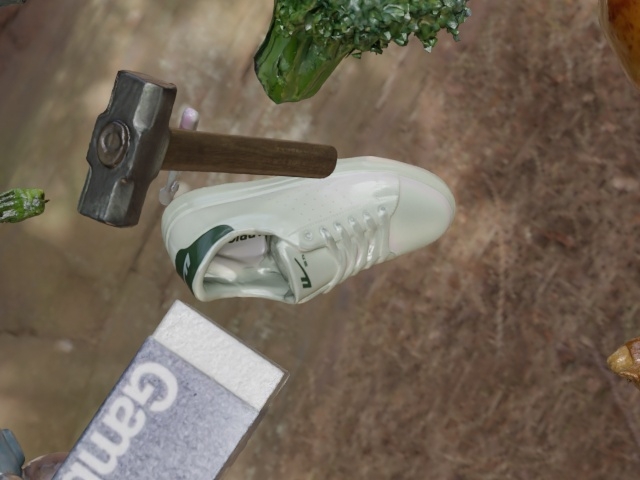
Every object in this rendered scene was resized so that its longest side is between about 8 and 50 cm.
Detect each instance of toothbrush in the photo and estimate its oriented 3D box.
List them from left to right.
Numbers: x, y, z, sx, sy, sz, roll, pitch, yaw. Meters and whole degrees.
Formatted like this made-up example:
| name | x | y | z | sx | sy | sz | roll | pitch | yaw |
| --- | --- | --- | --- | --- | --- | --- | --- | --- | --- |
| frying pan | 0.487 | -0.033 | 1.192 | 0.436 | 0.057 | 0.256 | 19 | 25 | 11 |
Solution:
| name | x | y | z | sx | sy | sz | roll | pitch | yaw |
| --- | --- | --- | --- | --- | --- | --- | --- | --- | --- |
| toothbrush | -0.163 | -0.095 | 1.463 | 0.025 | 0.020 | 0.286 | -59 | 2 | -21 |

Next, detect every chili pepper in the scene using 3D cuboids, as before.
| name | x | y | z | sx | sy | sz | roll | pitch | yaw |
| --- | --- | --- | --- | --- | --- | --- | --- | --- | --- |
| chili pepper | -0.305 | -0.034 | 1.212 | 0.034 | 0.091 | 0.030 | 120 | 146 | -58 |

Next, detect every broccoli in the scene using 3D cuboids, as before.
| name | x | y | z | sx | sy | sz | roll | pitch | yaw |
| --- | --- | --- | --- | --- | --- | --- | --- | --- | --- |
| broccoli | -0.002 | -0.177 | 0.893 | 0.194 | 0.220 | 0.194 | -46 | -12 | -12 |

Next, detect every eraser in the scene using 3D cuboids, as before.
| name | x | y | z | sx | sy | sz | roll | pitch | yaw |
| --- | --- | --- | --- | --- | --- | --- | --- | --- | --- |
| eraser | -0.113 | 0.150 | 0.809 | 0.212 | 0.092 | 0.046 | -56 | -9 | -2 |

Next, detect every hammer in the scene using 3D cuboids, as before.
| name | x | y | z | sx | sy | sz | roll | pitch | yaw |
| --- | --- | --- | --- | --- | --- | --- | --- | --- | --- |
| hammer | -0.071 | -0.069 | 1.063 | 0.043 | 0.365 | 0.111 | 23 | 101 | 24 |

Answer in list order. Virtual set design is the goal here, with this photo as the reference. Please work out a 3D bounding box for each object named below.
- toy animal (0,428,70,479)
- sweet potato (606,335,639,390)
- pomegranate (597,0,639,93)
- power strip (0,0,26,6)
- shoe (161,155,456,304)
| name | x | y | z | sx | sy | sz | roll | pitch | yaw |
| --- | --- | --- | --- | --- | --- | --- | --- | --- | --- |
| toy animal | -0.334 | 0.328 | 1.391 | 0.210 | 0.221 | 0.229 | -7 | 65 | 57 |
| sweet potato | 0.287 | 0.100 | 0.855 | 0.056 | 0.195 | 0.056 | -170 | 90 | -86 |
| pomegranate | 0.367 | -0.206 | 1.110 | 0.248 | 0.248 | 0.248 | -39 | 35 | 34 |
| power strip | -0.244 | -0.162 | 0.781 | 0.056 | 0.123 | 0.032 | 139 | 126 | -86 |
| shoe | 0.000 | 0.000 | 1.496 | 0.160 | 0.363 | 0.131 | -111 | 18 | -55 |
